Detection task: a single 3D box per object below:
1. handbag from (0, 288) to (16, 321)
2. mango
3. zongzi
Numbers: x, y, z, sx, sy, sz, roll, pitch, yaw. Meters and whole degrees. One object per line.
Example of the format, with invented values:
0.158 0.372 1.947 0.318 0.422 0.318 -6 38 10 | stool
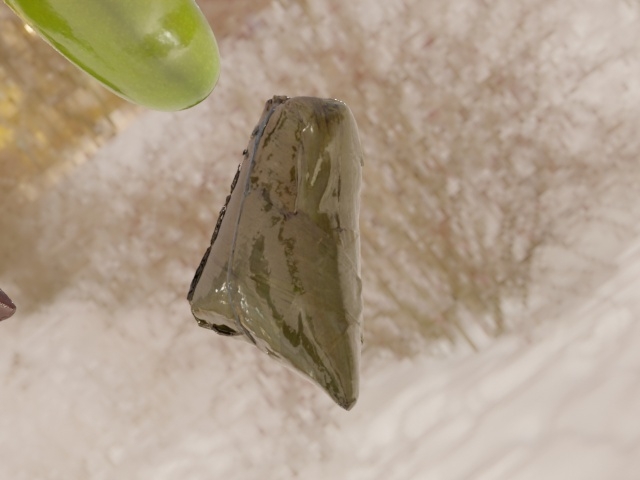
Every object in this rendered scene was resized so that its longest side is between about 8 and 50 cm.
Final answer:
-0.496 0.066 1.865 0.235 0.213 0.127 -33 -22 -6 | handbag
-0.200 -0.234 1.391 0.143 0.293 0.175 -45 11 -28 | mango
0.000 0.000 2.068 0.393 0.174 0.356 29 103 59 | zongzi
